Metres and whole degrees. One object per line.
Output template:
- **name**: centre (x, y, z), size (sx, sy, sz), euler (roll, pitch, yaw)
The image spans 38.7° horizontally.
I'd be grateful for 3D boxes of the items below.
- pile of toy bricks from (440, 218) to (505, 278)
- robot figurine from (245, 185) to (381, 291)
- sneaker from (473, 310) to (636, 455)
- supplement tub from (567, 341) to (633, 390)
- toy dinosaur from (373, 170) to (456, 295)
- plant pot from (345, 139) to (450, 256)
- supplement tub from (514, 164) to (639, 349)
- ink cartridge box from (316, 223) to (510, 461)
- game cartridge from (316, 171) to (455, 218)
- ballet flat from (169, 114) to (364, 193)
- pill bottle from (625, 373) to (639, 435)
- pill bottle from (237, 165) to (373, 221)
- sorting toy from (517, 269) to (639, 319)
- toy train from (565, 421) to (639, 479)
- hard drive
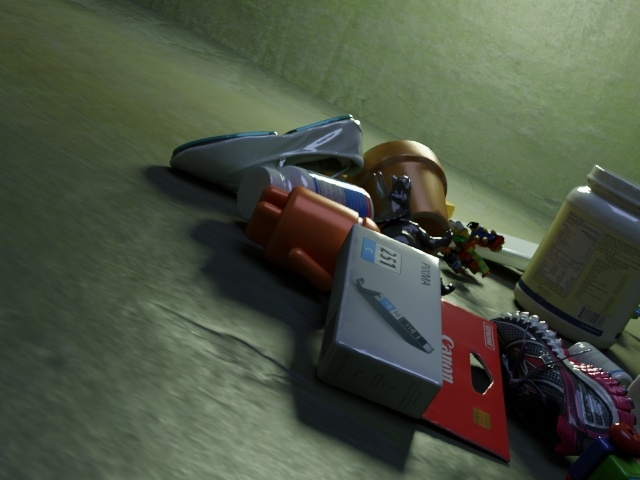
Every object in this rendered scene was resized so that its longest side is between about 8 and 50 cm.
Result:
- **pile of toy bricks**: centre (0.318, 0.033, 1.920), size (0.105, 0.118, 0.212), euler (51, -11, -19)
- **robot figurine**: centre (-0.001, 0.002, 1.371), size (0.219, 0.128, 0.158), euler (24, 0, -5)
- **sneaker**: centre (0.297, 0.191, 1.268), size (0.112, 0.121, 0.299), euler (-14, 23, -21)
- **supplement tub**: centre (0.457, 0.224, 1.506), size (0.071, 0.071, 0.107), euler (17, 18, -33)
- **toy dinosaur**: centre (0.148, 0.033, 1.594), size (0.160, 0.121, 0.313), euler (17, 45, -13)
- **plant pot**: centre (0.165, -0.062, 1.791), size (0.205, 0.205, 0.188), euler (19, 32, -27)
- **supplement tub**: centre (0.570, 0.033, 1.863), size (0.235, 0.325, 0.235), euler (25, 14, -7)
- **ink cartridge box**: centre (0.137, 0.119, 1.181), size (0.261, 0.066, 0.296), euler (24, 29, -7)
- **game cartridge**: centre (0.120, -0.129, 2.133), size (0.285, 0.052, 0.324), euler (32, 16, 37)
- **ballet flat**: centre (-0.076, -0.142, 1.675), size (0.400, 0.139, 0.139), euler (-14, 37, -33)
- **pill bottle**: centre (0.591, 0.274, 1.379), size (0.278, 0.162, 0.162), euler (13, 20, -43)
- **pill bottle**: centre (-0.027, -0.056, 1.529), size (0.221, 0.124, 0.124), euler (13, 19, -40)
- **sorting toy**: centre (0.610, 0.133, 2.130), size (0.348, 0.047, 0.196), euler (21, 9, 9)
- **toy train**: centre (0.423, 0.312, 1.093), size (0.248, 0.105, 0.143), euler (16, 28, -36)
- **hard drive**: centre (0.424, 0.018, 2.135), size (0.307, 0.040, 0.203), euler (17, 14, 2)
